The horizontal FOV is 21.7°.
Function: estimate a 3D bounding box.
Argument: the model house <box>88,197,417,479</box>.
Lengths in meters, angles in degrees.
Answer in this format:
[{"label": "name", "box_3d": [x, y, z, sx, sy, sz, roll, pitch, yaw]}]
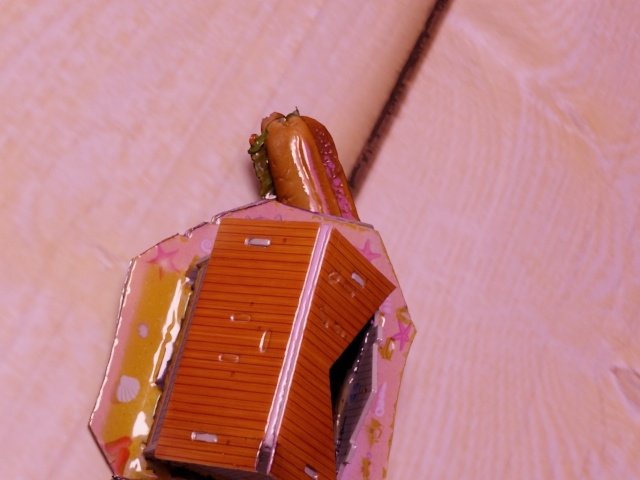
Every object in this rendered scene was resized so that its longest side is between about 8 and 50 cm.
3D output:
[{"label": "model house", "box_3d": [-0.010, 0.061, 1.014, 0.207, 0.136, 0.219, 23, 71, -18]}]

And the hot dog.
[{"label": "hot dog", "box_3d": [0.000, 0.000, 1.148, 0.072, 0.055, 0.188, -5, 77, -72]}]
